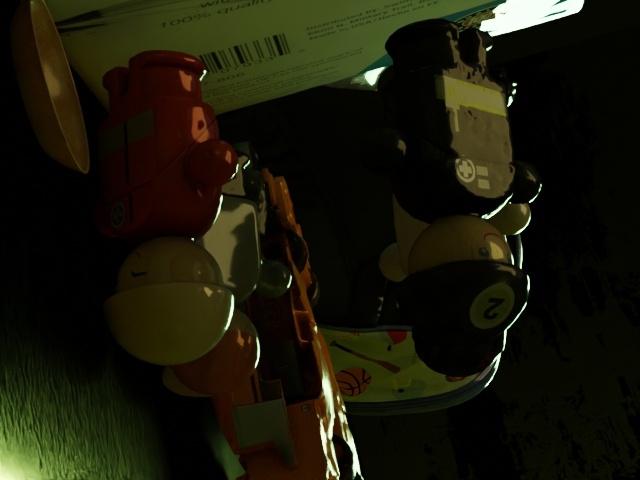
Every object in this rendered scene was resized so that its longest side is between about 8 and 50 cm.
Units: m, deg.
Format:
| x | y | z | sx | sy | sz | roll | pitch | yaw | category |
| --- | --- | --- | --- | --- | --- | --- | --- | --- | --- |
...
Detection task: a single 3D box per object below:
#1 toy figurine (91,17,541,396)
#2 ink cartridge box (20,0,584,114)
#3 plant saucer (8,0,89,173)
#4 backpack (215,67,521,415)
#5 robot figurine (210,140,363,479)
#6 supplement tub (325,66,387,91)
| x | y | z | sx | sy | sz | roll | pitch | yaw | category |
| --- | --- | --- | --- | --- | --- | --- | --- | --- | --- |
| 0.000 | 0.000 | 0.945 | 0.209 | 0.213 | 0.148 | 78 | 6 | -73 | toy figurine |
| -0.013 | -0.203 | 0.956 | 0.395 | 0.285 | 0.166 | 68 | 7 | -80 | ink cartridge box |
| -0.119 | -0.067 | 0.840 | 0.083 | 0.015 | 0.083 | -15 | 90 | -88 | plant saucer |
| 0.029 | 0.011 | 1.476 | 0.263 | 0.276 | 0.213 | -99 | -173 | -50 | backpack |
| -0.033 | 0.081 | 1.206 | 0.211 | 0.085 | 0.291 | 73 | 3 | -53 | robot figurine |
| -0.033 | -0.263 | 1.616 | 0.207 | 0.207 | 0.338 | -95 | -175 | -82 | supplement tub |
